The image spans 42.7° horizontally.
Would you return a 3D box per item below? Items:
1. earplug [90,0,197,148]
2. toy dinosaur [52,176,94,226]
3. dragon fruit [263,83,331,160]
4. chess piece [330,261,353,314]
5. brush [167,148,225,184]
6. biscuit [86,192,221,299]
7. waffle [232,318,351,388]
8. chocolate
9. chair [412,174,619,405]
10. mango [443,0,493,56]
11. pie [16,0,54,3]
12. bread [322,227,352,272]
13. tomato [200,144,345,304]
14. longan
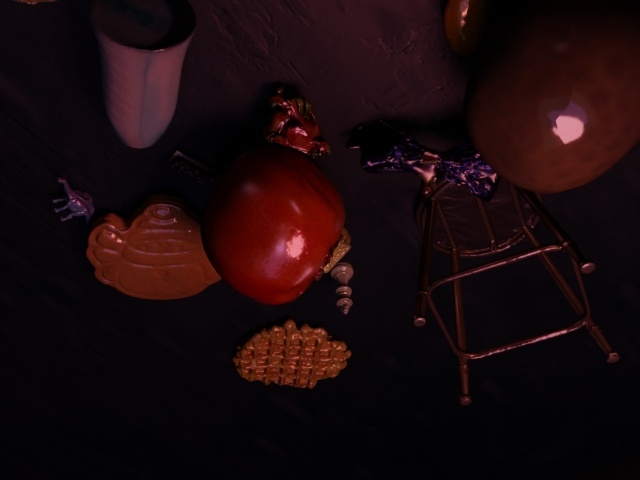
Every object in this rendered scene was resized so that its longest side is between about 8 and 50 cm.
[{"bbox_3d":[-0.339,-0.304,1.565,0.185,0.185,0.324,5,143,-10],"label":"earplug"},{"bbox_3d":[-0.555,-0.079,1.854,0.080,0.045,0.197,-23,144,0],"label":"toy dinosaur"},{"bbox_3d":[-0.051,-0.232,1.686,0.138,0.142,0.175,12,122,33],"label":"dragon fruit"},{"bbox_3d":[0.056,0.125,2.047,0.059,0.149,0.059,-1,137,-1],"label":"chess piece"},{"bbox_3d":[-0.227,-0.132,1.836,0.248,0.036,0.043,27,137,-30],"label":"brush"},{"bbox_3d":[-0.398,0.031,1.966,0.312,0.057,0.351,-8,139,-1],"label":"biscuit"},{"bbox_3d":[-0.081,0.332,2.321,0.311,0.060,0.307,30,127,-29],"label":"waffle"},{"bbox_3d":[0.215,-0.169,1.711,0.343,0.148,0.126,12,172,10],"label":"chocolate"},{"bbox_3d":[0.397,0.061,1.818,0.361,0.410,0.365,-20,135,14],"label":"chair"},{"bbox_3d":[0.279,-0.431,1.535,0.098,0.075,0.190,-13,134,-14],"label":"mango"},{"bbox_3d":[-0.503,-0.524,1.377,0.306,0.071,0.306,-1,137,-1],"label":"pie"},{"bbox_3d":[0.000,0.000,1.940,0.114,0.111,0.129,-39,132,26],"label":"bread"},{"bbox_3d":[-0.096,-0.037,1.730,0.289,0.325,0.293,35,119,-1],"label":"tomato"},{"bbox_3d":[0.445,-0.283,1.493,0.404,0.336,0.405,-24,130,-33],"label":"longan"}]
